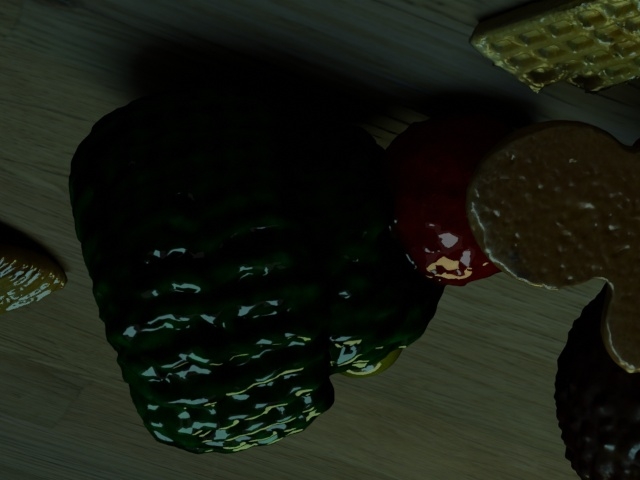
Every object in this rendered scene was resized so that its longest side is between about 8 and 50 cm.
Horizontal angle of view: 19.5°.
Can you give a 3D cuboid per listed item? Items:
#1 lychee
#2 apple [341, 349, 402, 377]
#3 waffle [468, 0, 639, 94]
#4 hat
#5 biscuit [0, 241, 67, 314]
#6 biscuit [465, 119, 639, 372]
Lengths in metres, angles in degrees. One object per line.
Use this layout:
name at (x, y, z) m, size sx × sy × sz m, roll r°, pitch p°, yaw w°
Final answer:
lychee at (0.307, 0.122, 1.392) m, size 0.261 × 0.260 × 0.260 m, roll 12°, pitch 157°, yaw 5°
apple at (0.036, 0.079, 1.671) m, size 0.090 × 0.074 × 0.089 m, roll -2°, pitch 142°, yaw -2°
waffle at (0.170, -0.127, 1.189) m, size 0.092 × 0.021 × 0.135 m, roll 30°, pitch 152°, yaw -32°
hat at (0.000, 0.000, 1.351) m, size 0.332 × 0.274 × 0.242 m, roll -16°, pitch 155°, yaw 1°
biscuit at (-0.369, 0.046, 1.771) m, size 0.229 × 0.031 × 0.176 m, roll -16°, pitch 154°, yaw 12°
biscuit at (0.254, -0.008, 1.241) m, size 0.324 × 0.205 × 0.049 m, roll 7°, pitch -163°, yaw -6°
